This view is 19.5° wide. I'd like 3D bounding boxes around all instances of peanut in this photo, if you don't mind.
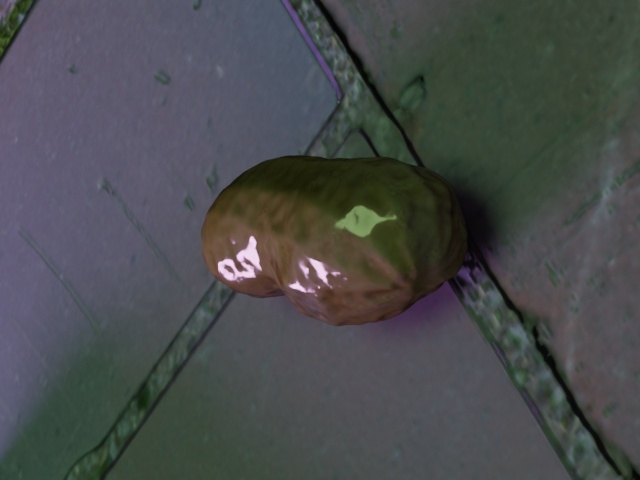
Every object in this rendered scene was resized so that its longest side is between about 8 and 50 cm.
[{"bbox_3d":[0.000,0.000,0.877,0.174,0.080,0.080,1,80,55],"label":"peanut"}]
